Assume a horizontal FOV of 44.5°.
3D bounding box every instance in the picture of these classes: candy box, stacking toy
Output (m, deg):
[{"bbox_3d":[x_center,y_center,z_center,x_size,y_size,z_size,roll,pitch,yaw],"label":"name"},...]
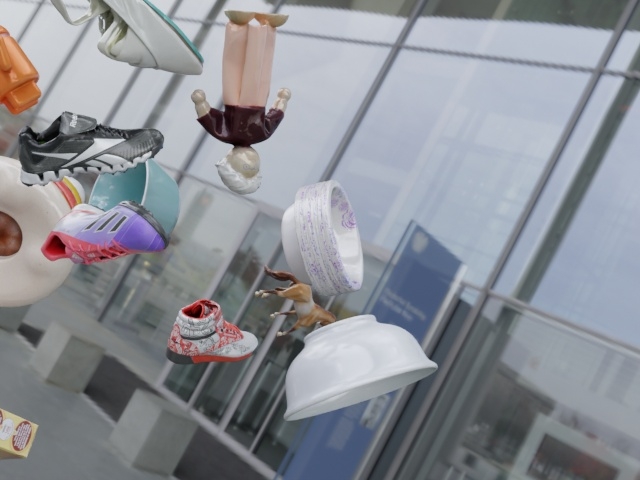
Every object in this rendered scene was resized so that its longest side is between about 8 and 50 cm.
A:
[{"bbox_3d":[-0.835,0.409,1.786,0.183,0.088,0.316,-14,-40,36],"label":"candy box"},{"bbox_3d":[-0.701,-0.077,1.919,0.350,0.351,0.480,29,18,-6],"label":"stacking toy"}]

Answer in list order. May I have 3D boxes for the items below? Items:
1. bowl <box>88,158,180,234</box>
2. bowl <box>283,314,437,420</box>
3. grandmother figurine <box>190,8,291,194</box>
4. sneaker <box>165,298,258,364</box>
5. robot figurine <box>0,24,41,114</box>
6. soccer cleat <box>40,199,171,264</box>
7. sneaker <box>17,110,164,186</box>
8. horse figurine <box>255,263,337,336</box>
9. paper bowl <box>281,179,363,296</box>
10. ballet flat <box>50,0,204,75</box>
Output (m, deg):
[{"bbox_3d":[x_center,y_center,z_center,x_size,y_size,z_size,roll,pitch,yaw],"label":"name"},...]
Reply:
[{"bbox_3d":[-0.510,-0.095,2.208,0.163,0.312,0.311,20,0,-40],"label":"bowl"},{"bbox_3d":[0.056,0.223,1.446,0.298,0.297,0.134,49,22,-72],"label":"bowl"},{"bbox_3d":[-0.145,-0.255,1.475,0.207,0.342,0.104,-2,17,-22],"label":"grandmother figurine"},{"bbox_3d":[-0.249,0.221,1.943,0.270,0.145,0.090,-1,26,-42],"label":"sneaker"},{"bbox_3d":[-0.721,-0.395,1.757,0.219,0.128,0.158,55,9,-7],"label":"robot figurine"},{"bbox_3d":[-0.378,0.000,1.370,0.318,0.116,0.109,4,-47,47],"label":"soccer cleat"},{"bbox_3d":[-0.367,-0.158,1.239,0.078,0.234,0.106,-119,-161,-51],"label":"sneaker"},{"bbox_3d":[-0.073,0.172,2.174,0.174,0.066,0.263,-13,-54,13],"label":"horse figurine"},{"bbox_3d":[0.000,0.000,1.952,0.148,0.284,0.284,-12,-21,17],"label":"paper bowl"},{"bbox_3d":[-0.363,-0.391,1.330,0.139,0.139,0.400,22,-18,45],"label":"ballet flat"}]
